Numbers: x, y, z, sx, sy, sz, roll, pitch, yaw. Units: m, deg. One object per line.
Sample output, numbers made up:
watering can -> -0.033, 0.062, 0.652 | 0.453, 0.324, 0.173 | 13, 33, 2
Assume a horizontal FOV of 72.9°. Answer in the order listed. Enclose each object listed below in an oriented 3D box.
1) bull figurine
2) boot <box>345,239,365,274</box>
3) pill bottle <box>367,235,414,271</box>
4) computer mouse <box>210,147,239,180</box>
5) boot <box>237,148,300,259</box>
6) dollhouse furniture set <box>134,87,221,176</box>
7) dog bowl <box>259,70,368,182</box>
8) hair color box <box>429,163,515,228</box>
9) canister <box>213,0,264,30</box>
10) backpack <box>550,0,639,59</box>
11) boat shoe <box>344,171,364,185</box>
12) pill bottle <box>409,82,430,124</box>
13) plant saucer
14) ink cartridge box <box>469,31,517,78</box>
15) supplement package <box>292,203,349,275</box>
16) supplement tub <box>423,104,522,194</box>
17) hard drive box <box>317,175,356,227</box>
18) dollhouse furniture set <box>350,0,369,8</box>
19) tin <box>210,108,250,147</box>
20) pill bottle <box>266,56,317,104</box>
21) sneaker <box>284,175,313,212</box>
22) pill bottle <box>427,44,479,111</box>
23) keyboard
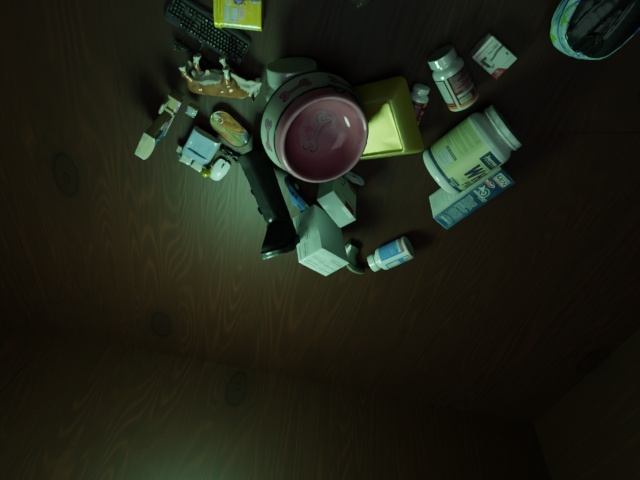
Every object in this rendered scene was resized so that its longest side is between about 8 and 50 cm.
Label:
bull figurine -> -0.389, -0.627, 1.690 | 0.311, 0.101, 0.188 | 3, 156, 9
boot -> 0.186, 0.091, 2.280 | 0.198, 0.076, 0.137 | 31, 121, -21
pill bottle -> 0.356, 0.075, 2.213 | 0.222, 0.124, 0.124 | -26, 123, 25
computer mouse -> -0.454, -0.337, 2.001 | 0.106, 0.042, 0.193 | 31, 126, -20
boot -> -0.227, -0.165, 1.824 | 0.146, 0.367, 0.444 | -16, 98, 5
dollhouse furniture set -> -0.563, -0.408, 1.826 | 0.303, 0.198, 0.286 | 32, 135, -18
dog bowl -> -0.005, -0.392, 1.589 | 0.408, 0.150, 0.407 | -13, 131, -16
hair color box -> 0.653, -0.220, 1.905 | 0.105, 0.173, 0.347 | 35, 125, -23
canister -> -0.291, -0.825, 1.556 | 0.170, 0.073, 0.126 | 6, 122, -1
backpack -> 0.928, -0.765, 1.400 | 0.290, 0.273, 0.355 | 22, 107, -15
boat shoe -> 0.155, -0.282, 1.998 | 0.100, 0.035, 0.035 | 27, 154, -21
pill bottle -> 0.377, -0.538, 1.725 | 0.086, 0.086, 0.152 | 12, 130, -4
plant saucer -> 0.215, -0.460, 1.751 | 0.333, 0.081, 0.332 | -3, 131, 30
ink cartridge box -> 0.636, -0.682, 1.599 | 0.135, 0.056, 0.099 | 30, 127, -19
supplement package -> 0.000, 0.000, 2.065 | 0.145, 0.261, 0.204 | -31, 140, 28
supplement tub -> 0.608, -0.363, 1.751 | 0.235, 0.235, 0.325 | 38, 124, -24
hard drive box -> 0.077, -0.201, 1.940 | 0.089, 0.232, 0.181 | -26, 123, 25
dollhouse furniture set -> 0.161, -0.954, 1.416 | 0.197, 0.151, 0.301 | 42, 142, -2
tin -> -0.389, -0.485, 1.877 | 0.106, 0.040, 0.190 | -36, 118, 25
pill bottle -> -0.095, -0.496, 1.716 | 0.224, 0.224, 0.392 | 0, 129, 6
sneaker -> -0.122, -0.211, 2.058 | 0.082, 0.069, 0.209 | -22, 125, 26
pill bottle -> 0.498, -0.609, 1.631 | 0.121, 0.121, 0.221 | -26, 123, 24
keyboard -> -0.443, -0.765, 1.653 | 0.317, 0.033, 0.201 | 28, 127, -16
